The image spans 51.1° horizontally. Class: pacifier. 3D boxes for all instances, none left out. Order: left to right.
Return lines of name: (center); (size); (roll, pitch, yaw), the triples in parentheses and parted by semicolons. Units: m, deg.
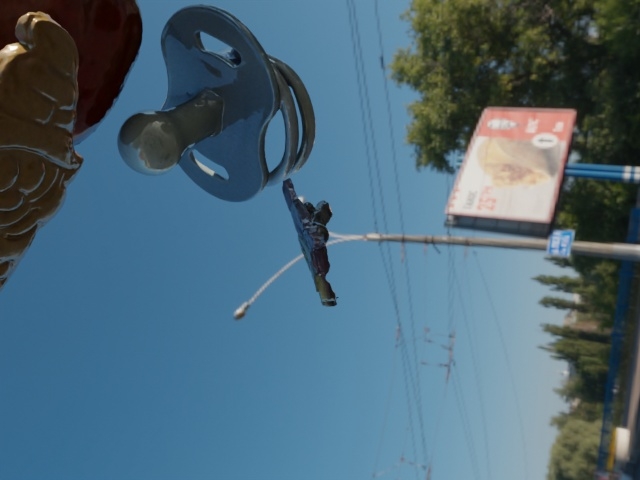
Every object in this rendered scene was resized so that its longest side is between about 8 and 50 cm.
pacifier: (-0.166, -0.155, 0.913); (0.233, 0.244, 0.299); (-35, -30, -38)

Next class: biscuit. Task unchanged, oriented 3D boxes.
biscuit: (-0.225, -0.035, 0.467); (0.250, 0.035, 0.162); (-64, -14, 14)

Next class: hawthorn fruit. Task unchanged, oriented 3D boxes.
hawthorn fruit: (-0.369, -0.212, 0.790); (0.287, 0.287, 0.330); (27, -100, -65)

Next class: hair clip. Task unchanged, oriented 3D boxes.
hair clip: (-0.008, 0.002, 0.881); (0.187, 0.056, 0.146); (-96, -8, -60)
